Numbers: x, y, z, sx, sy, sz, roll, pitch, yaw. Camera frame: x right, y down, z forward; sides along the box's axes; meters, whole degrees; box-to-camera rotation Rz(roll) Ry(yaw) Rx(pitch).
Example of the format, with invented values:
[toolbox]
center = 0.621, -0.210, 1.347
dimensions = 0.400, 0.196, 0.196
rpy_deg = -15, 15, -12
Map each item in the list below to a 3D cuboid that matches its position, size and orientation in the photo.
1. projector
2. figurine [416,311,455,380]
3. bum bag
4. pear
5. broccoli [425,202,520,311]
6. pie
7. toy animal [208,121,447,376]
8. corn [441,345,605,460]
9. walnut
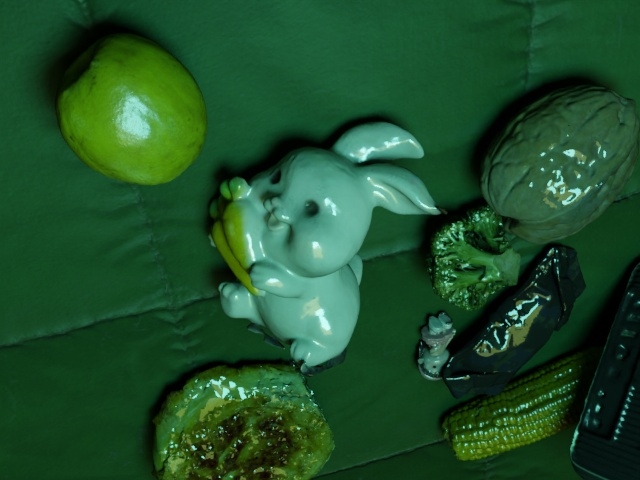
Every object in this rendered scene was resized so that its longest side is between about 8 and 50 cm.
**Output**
[projector]
center = 0.653, 0.276, 1.300
dimensions = 0.405, 0.242, 0.395
rpy_deg = 28, 81, -35
[figurine]
center = 0.193, 0.173, 1.288
dimensions = 0.072, 0.054, 0.129
rpy_deg = -18, 126, -24
[bum bag]
center = 0.321, 0.143, 1.280
dimensions = 0.137, 0.074, 0.310
rpy_deg = 32, 103, -33
[pear]
center = -0.198, -0.135, 0.831
dimensions = 0.149, 0.149, 0.162
rpy_deg = -34, 134, 9
[broccoli]
center = 0.214, 0.023, 1.119
dimensions = 0.146, 0.138, 0.162
rpy_deg = -49, 119, -19
[pie]
center = -0.127, 0.335, 1.274
dimensions = 0.288, 0.103, 0.355
rpy_deg = -24, 130, -7
[toy animal]
center = -0.004, 0.002, 0.997
dimensions = 0.247, 0.183, 0.310
rpy_deg = -2, 123, -24
[corn]
center = 0.391, 0.293, 1.411
dimensions = 0.363, 0.120, 0.120
rpy_deg = -24, 132, 6
[walnut]
center = 0.316, -0.106, 1.028
dimensions = 0.230, 0.178, 0.178
rpy_deg = -41, 130, 8
